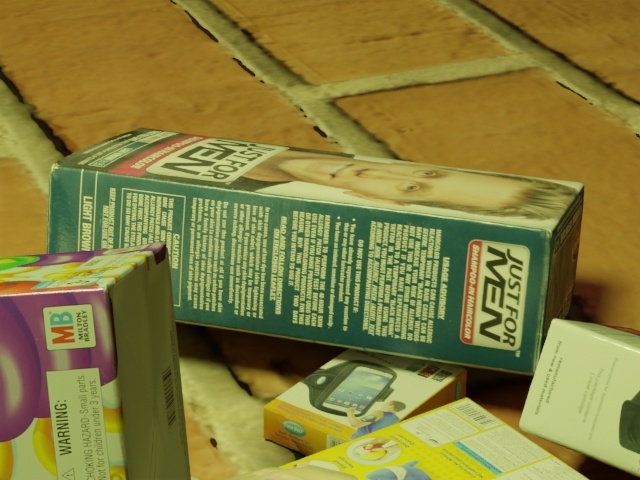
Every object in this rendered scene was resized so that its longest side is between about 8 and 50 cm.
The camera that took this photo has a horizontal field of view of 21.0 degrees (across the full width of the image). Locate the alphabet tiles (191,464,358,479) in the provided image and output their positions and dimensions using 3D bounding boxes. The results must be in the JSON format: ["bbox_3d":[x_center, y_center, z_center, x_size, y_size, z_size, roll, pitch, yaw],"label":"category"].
[{"bbox_3d":[-0.085,0.154,0.832,0.284,0.021,0.278,-10,8,-36],"label":"alphabet tiles"}]

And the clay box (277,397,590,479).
[{"bbox_3d":[0.034,0.166,0.979,0.222,0.053,0.127,-17,29,-29],"label":"clay box"}]

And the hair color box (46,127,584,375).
[{"bbox_3d":[0.000,0.000,1.219,0.347,0.105,0.174,8,15,14],"label":"hair color box"}]

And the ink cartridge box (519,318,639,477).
[{"bbox_3d":[0.229,0.109,1.031,0.175,0.072,0.127,19,5,32],"label":"ink cartridge box"}]

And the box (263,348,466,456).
[{"bbox_3d":[0.035,0.103,1.136,0.081,0.028,0.136,18,33,31],"label":"box"}]

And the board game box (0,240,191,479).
[{"bbox_3d":[-0.208,0.089,0.768,0.275,0.144,0.142,-5,6,6],"label":"board game box"}]
